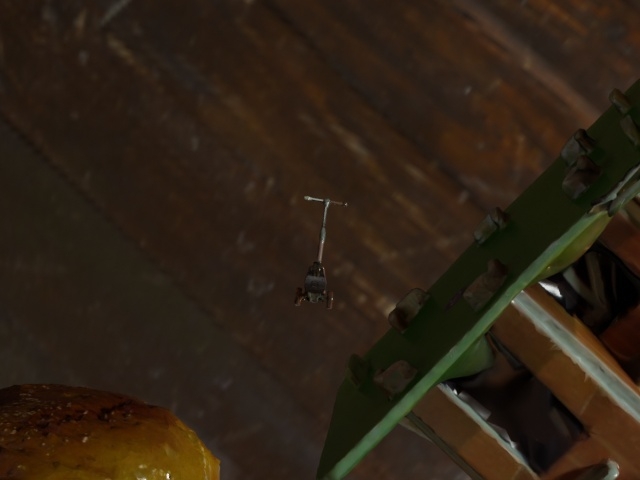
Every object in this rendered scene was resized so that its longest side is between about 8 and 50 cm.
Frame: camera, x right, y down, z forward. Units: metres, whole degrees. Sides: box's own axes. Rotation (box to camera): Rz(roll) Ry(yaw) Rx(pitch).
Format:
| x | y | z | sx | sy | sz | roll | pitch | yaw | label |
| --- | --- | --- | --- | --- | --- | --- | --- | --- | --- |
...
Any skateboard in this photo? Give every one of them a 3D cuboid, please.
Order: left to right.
| x | y | z | sx | sy | sz | roll | pitch | yaw | label |
| --- | --- | --- | --- | --- | --- | --- | --- | --- | --- |
| 0.000 | 0.000 | 1.406 | 0.032 | 0.064 | 0.083 | 7 | 65 | 1 | skateboard |

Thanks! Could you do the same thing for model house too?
| x | y | z | sx | sy | sz | roll | pitch | yaw | label |
| --- | --- | --- | --- | --- | --- | --- | --- | --- | --- |
| 0.217 | 0.100 | 1.282 | 0.323 | 0.340 | 0.300 | 43 | 104 | -5 | model house |

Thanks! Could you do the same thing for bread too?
| x | y | z | sx | sy | sz | roll | pitch | yaw | label |
| --- | --- | --- | --- | --- | --- | --- | --- | --- | --- |
| -0.216 | 0.151 | 1.015 | 0.185 | 0.380 | 0.109 | 10 | 101 | 29 | bread |
